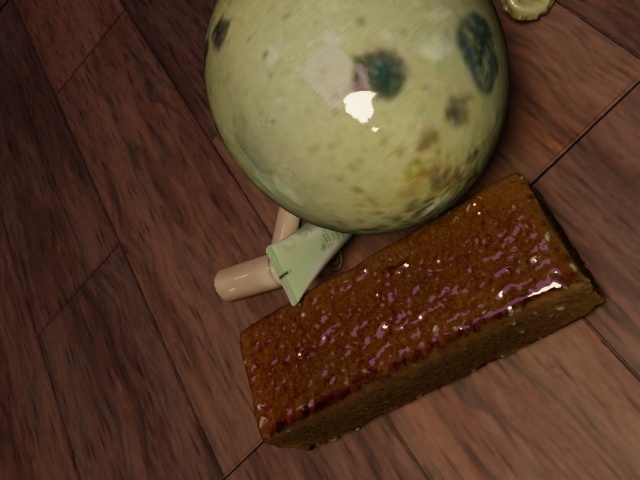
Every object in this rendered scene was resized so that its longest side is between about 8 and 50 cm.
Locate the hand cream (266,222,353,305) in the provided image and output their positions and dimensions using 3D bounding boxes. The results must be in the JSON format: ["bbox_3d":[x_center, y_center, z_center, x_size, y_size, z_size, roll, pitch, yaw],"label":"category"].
[{"bbox_3d":[0.000,0.000,0.927,0.050,0.205,0.078,-12,109,35],"label":"hand cream"}]

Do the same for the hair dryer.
[{"bbox_3d":[-0.065,-0.034,1.073,0.195,0.054,0.220,-19,60,31],"label":"hair dryer"}]

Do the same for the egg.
[{"bbox_3d":[0.043,-0.187,0.847,0.345,0.345,0.428,-46,31,13],"label":"egg"}]

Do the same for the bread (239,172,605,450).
[{"bbox_3d":[0.098,0.093,0.856,0.417,0.113,0.165,-31,56,22],"label":"bread"}]

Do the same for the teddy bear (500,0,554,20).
[{"bbox_3d":[0.300,-0.393,0.876,0.256,0.156,0.267,-22,89,24],"label":"teddy bear"}]
